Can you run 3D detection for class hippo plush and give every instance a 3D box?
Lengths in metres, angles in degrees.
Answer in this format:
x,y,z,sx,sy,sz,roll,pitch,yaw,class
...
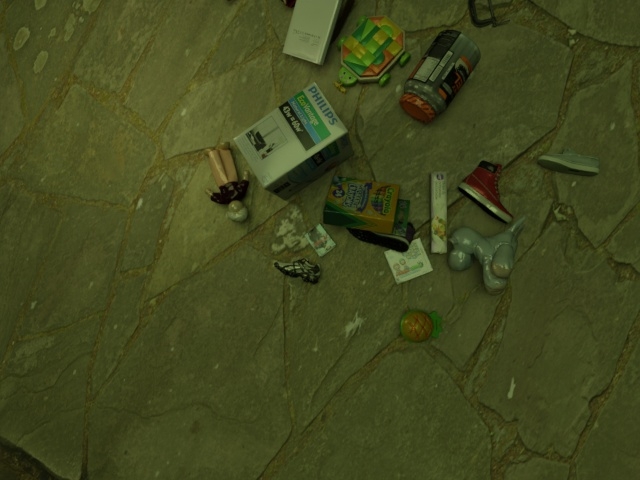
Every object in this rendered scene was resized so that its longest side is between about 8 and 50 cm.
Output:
x,y,z,sx,sy,sz,roll,pitch,yaw,class
0.588,0.046,1.624,0.236,0.234,0.294,17,116,21,hippo plush

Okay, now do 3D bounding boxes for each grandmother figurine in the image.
x,y,z,sx,sy,sz,roll,pitch,yaw,class
-0.395,-0.233,1.863,0.207,0.104,0.342,-24,80,15,grandmother figurine

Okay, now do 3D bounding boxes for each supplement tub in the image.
x,y,z,sx,sy,sz,roll,pitch,yaw,class
0.457,-0.632,1.712,0.193,0.193,0.316,35,93,9,supplement tub

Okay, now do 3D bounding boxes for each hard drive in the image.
x,y,z,sx,sy,sz,roll,pitch,yaw,class
-0.027,-0.906,1.799,0.210,0.040,0.319,29,111,28,hard drive

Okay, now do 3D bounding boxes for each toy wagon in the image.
x,y,z,sx,sy,sz,roll,pitch,yaw,class
0.192,-0.759,1.822,0.267,0.068,0.344,45,93,9,toy wagon

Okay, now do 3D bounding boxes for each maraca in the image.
x,y,z,sx,sy,sz,roll,pitch,yaw,class
0.394,0.333,1.712,0.185,0.099,0.127,-1,88,-18,maraca

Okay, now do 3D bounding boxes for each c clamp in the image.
x,y,z,sx,sy,sz,roll,pitch,yaw,class
0.677,-0.937,1.788,0.137,0.022,0.161,-17,86,12,c clamp

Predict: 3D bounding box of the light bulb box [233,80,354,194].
x,y,z,sx,sy,sz,roll,pitch,yaw,class
-0.083,-0.361,1.692,0.361,0.358,0.225,-33,84,6,light bulb box

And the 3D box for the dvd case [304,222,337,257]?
x,y,z,sx,sy,sz,roll,pitch,yaw,class
0.000,0.000,1.830,0.087,0.013,0.119,-37,83,5,dvd case

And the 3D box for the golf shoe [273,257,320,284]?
x,y,z,sx,sy,sz,roll,pitch,yaw,class
-0.093,0.110,1.815,0.198,0.077,0.094,19,75,5,golf shoe

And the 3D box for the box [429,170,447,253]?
x,y,z,sx,sy,sz,roll,pitch,yaw,class
0.466,-0.108,1.741,0.063,0.067,0.324,0,85,8,box

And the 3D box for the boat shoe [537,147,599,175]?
x,y,z,sx,sy,sz,roll,pitch,yaw,class
0.950,-0.308,1.682,0.227,0.079,0.081,13,82,3,boat shoe

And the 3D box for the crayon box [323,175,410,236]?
x,y,z,sx,sy,sz,roll,pitch,yaw,class
0.188,-0.139,1.727,0.322,0.083,0.203,10,51,8,crayon box

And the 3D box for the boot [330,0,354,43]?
x,y,z,sx,sy,sz,roll,pitch,yaw,class
0.003,-0.965,1.853,0.203,0.095,0.262,34,103,16,boot

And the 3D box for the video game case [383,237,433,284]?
x,y,z,sx,sy,sz,roll,pitch,yaw,class
0.354,0.083,1.769,0.157,0.019,0.143,-22,83,7,video game case

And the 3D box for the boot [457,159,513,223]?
x,y,z,sx,sy,sz,roll,pitch,yaw,class
0.685,-0.195,1.707,0.244,0.088,0.176,44,92,12,boot

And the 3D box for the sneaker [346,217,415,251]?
x,y,z,sx,sy,sz,roll,pitch,yaw,class
0.239,-0.054,1.772,0.283,0.107,0.124,21,61,16,sneaker

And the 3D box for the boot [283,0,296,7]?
x,y,z,sx,sy,sz,roll,pitch,yaw,class
-0.224,-1.112,1.879,0.377,0.138,0.284,-41,82,-1,boot
